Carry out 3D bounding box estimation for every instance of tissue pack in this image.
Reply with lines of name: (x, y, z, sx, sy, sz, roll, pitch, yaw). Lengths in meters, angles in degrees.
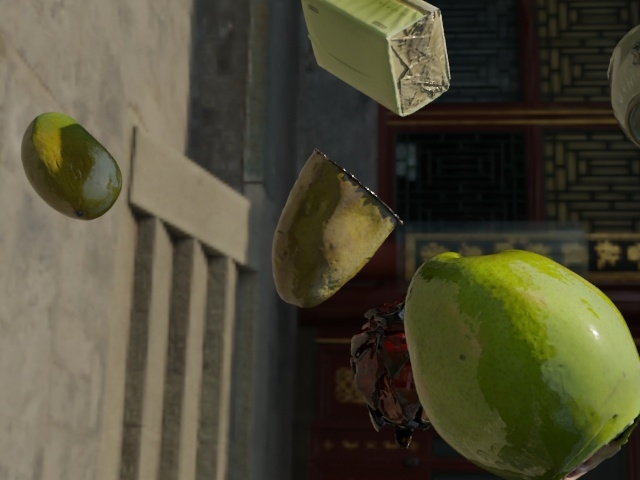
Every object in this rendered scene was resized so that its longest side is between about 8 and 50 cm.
tissue pack: (0.087, -0.328, 1.644, 0.234, 0.125, 0.159, 40, -25, 41)

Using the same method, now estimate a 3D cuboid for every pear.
pear: (0.169, 0.097, 0.867, 0.220, 0.187, 0.187, 55, -11, 24)

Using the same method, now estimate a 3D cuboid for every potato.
potato: (0.000, 0.000, 1.912, 0.266, 0.229, 0.229, -55, 172, -4)

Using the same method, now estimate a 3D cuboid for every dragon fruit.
dragon fruit: (0.126, 0.178, 1.463, 0.182, 0.182, 0.189, 84, -20, -56)

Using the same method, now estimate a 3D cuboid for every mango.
mango: (-0.416, -0.123, 1.644, 0.137, 0.237, 0.091, -25, 144, -37)

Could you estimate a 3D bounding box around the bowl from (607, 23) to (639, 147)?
bowl: (0.711, -0.270, 2.031, 0.157, 0.337, 0.337, -46, 147, -36)
